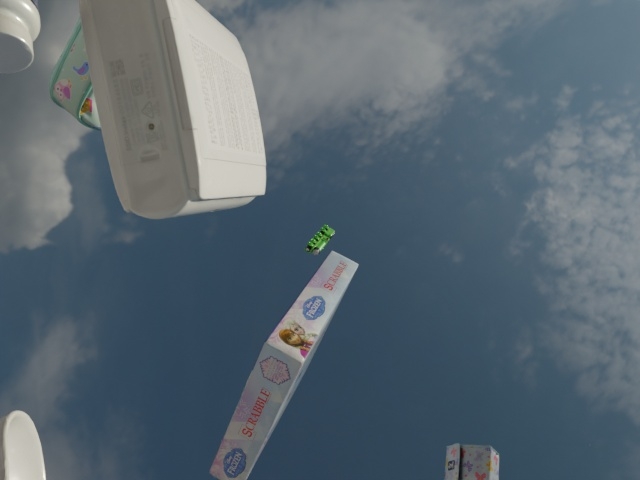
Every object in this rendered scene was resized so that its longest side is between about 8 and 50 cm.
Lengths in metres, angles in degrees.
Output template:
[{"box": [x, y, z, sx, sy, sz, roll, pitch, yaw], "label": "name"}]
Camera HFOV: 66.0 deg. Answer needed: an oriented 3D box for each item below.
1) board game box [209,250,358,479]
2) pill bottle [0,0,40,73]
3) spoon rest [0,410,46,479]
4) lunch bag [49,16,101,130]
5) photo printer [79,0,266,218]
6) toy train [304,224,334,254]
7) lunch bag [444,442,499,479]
[{"box": [-0.057, 0.217, 0.880, 0.066, 0.318, 0.318, 27, -62, 7], "label": "board game box"}, {"box": [-0.276, -0.205, 0.414, 0.067, 0.067, 0.120, -23, -108, 19], "label": "pill bottle"}, {"box": [-0.280, 0.232, 0.411, 0.084, 0.276, 0.137, -9, -92, -10], "label": "spoon rest"}, {"box": [-0.335, -0.302, 0.915, 0.108, 0.279, 0.224, 33, -79, 16], "label": "lunch bag"}, {"box": [-0.158, -0.163, 0.634, 0.107, 0.307, 0.256, -9, -84, 10], "label": "photo printer"}, {"box": [0.000, 0.000, 0.747, 0.024, 0.083, 0.017, 34, -58, 4], "label": "toy train"}, {"box": [0.239, 0.369, 0.793, 0.083, 0.053, 0.071, -13, -134, 38], "label": "lunch bag"}]
